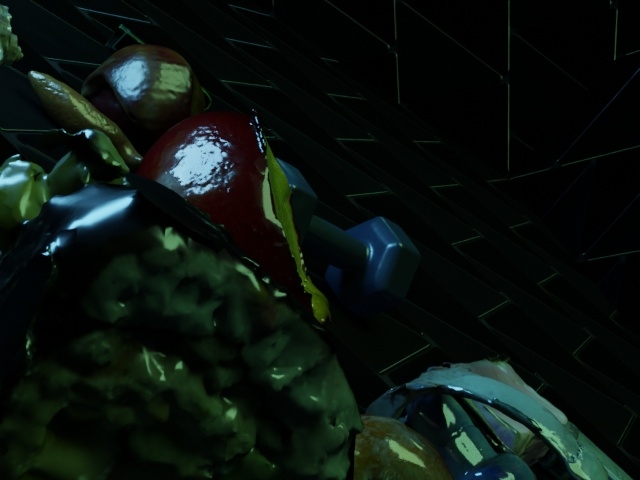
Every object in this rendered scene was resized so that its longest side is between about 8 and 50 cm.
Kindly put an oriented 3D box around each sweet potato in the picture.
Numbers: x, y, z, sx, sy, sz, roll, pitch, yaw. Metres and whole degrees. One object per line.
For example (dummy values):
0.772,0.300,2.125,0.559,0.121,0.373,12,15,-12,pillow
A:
-0.329,-0.165,1.922,0.202,0.058,0.055,41,-29,-14,sweet potato

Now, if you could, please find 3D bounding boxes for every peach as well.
-0.120,0.009,1.661,0.257,0.201,0.361,70,1,-50,peach

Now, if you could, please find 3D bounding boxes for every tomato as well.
0.060,0.265,1.435,0.214,0.155,0.180,37,11,-9,tomato

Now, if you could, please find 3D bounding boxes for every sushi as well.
-0.160,0.111,1.020,0.329,0.327,0.285,29,7,-31,sushi

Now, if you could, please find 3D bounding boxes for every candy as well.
0.245,0.256,1.976,0.155,0.116,0.265,46,15,18,candy

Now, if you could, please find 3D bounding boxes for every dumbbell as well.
0.000,-0.001,2.071,0.316,0.156,0.144,28,-10,-41,dumbbell

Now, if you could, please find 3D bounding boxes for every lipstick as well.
0.393,0.339,2.171,0.290,0.077,0.076,41,14,1,lipstick

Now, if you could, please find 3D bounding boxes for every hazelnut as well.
-0.260,-0.204,2.050,0.170,0.160,0.202,50,-25,-12,hazelnut

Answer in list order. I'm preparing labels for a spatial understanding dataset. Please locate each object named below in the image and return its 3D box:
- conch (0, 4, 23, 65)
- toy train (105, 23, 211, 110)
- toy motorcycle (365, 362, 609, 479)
-0.457,-0.241,1.672,0.207,0.130,0.155,12,15,-33,conch
-0.282,-0.302,2.446,0.209,0.044,0.042,37,14,-13,toy train
0.183,0.286,1.546,0.319,0.182,0.241,44,-25,20,toy motorcycle
